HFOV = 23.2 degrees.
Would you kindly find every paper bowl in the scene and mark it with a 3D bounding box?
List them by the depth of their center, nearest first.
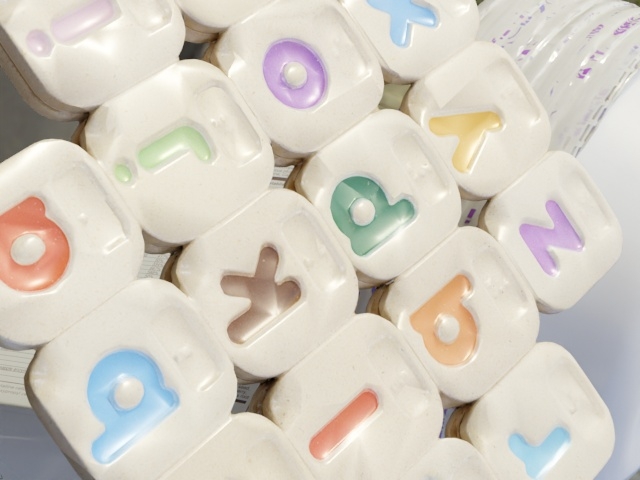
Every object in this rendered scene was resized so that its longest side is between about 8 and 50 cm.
[{"bbox_3d":[0.128,0.017,0.815,0.284,0.148,0.284,-48,152,-37],"label":"paper bowl"}]

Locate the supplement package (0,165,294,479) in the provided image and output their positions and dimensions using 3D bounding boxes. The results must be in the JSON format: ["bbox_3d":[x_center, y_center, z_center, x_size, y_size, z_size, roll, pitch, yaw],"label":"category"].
[{"bbox_3d":[-0.065,0.083,0.915,0.263,0.198,0.199,-61,150,-46],"label":"supplement package"}]

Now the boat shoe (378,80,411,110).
[{"bbox_3d":[0.154,0.008,1.062,0.110,0.341,0.121,-57,154,-7],"label":"boat shoe"}]

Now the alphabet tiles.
[{"bbox_3d":[0.000,0.000,0.587,0.278,0.284,0.021,-39,-172,-40],"label":"alphabet tiles"}]
